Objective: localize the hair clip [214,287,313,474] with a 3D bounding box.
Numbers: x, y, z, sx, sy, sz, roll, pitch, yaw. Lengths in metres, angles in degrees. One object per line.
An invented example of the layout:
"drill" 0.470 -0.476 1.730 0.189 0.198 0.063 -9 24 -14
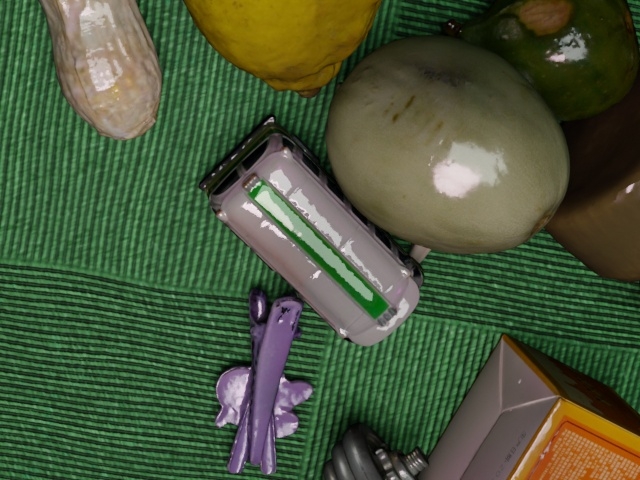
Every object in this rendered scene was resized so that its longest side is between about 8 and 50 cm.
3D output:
"hair clip" -0.068 0.184 1.669 0.137 0.090 0.278 4 113 -22

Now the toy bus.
"toy bus" 0.000 0.000 1.577 0.143 0.179 0.305 -43 105 4

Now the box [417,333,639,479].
"box" 0.295 0.322 1.657 0.214 0.259 0.283 29 99 -13

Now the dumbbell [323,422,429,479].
"dumbbell" -0.030 0.397 1.657 0.406 0.179 0.179 -34 106 9

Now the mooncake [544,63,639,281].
"mooncake" 0.410 -0.086 1.559 0.155 0.284 0.284 42 95 -19

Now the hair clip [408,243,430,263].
"hair clip" 0.175 -0.065 1.641 0.034 0.072 0.226 23 101 -9

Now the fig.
"fig" 0.281 -0.252 1.570 0.245 0.195 0.195 3 106 26

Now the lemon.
"lemon" -0.051 -0.341 1.441 0.285 0.285 0.316 6 89 -9

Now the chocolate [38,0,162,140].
"chocolate" -0.278 -0.268 1.498 0.134 0.134 0.309 -17 107 -3

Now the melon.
"melon" 0.149 -0.116 1.480 0.308 0.272 0.272 15 102 5
